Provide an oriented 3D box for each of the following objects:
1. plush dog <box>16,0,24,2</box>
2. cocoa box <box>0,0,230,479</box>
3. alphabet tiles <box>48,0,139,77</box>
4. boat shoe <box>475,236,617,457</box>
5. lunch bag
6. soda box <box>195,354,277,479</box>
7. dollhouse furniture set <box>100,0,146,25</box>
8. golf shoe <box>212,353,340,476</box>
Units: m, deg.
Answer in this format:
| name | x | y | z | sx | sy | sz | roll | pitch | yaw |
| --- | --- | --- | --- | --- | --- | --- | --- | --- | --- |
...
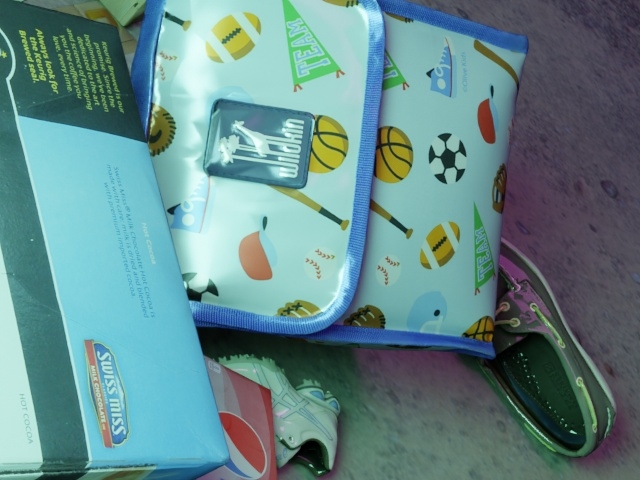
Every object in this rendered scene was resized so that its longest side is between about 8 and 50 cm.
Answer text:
| name | x | y | z | sx | sy | sz | roll | pitch | yaw |
| --- | --- | --- | --- | --- | --- | --- | --- | --- | --- |
| plush dog | -0.273 | -0.113 | 1.377 | 0.225 | 0.262 | 0.210 | 32 | 65 | -10 |
| cocoa box | -0.249 | 0.031 | 1.118 | 0.228 | 0.231 | 0.347 | 7 | 60 | -49 |
| alphabet tiles | -0.198 | -0.122 | 1.661 | 0.285 | 0.011 | 0.342 | 51 | 29 | 6 |
| boat shoe | 0.223 | 0.110 | 1.852 | 0.305 | 0.109 | 0.091 | 53 | 24 | 1 |
| lunch bag | -0.008 | -0.066 | 1.505 | 0.385 | 0.239 | 0.327 | 11 | 83 | -39 |
| soda box | -0.091 | 0.220 | 1.320 | 0.092 | 0.083 | 0.263 | 30 | 33 | -30 |
| dollhouse furniture set | -0.181 | -0.431 | 1.876 | 0.303 | 0.174 | 0.355 | 49 | 29 | 5 |
| golf shoe | -0.047 | 0.159 | 1.475 | 0.176 | 0.069 | 0.086 | 23 | 44 | -36 |
